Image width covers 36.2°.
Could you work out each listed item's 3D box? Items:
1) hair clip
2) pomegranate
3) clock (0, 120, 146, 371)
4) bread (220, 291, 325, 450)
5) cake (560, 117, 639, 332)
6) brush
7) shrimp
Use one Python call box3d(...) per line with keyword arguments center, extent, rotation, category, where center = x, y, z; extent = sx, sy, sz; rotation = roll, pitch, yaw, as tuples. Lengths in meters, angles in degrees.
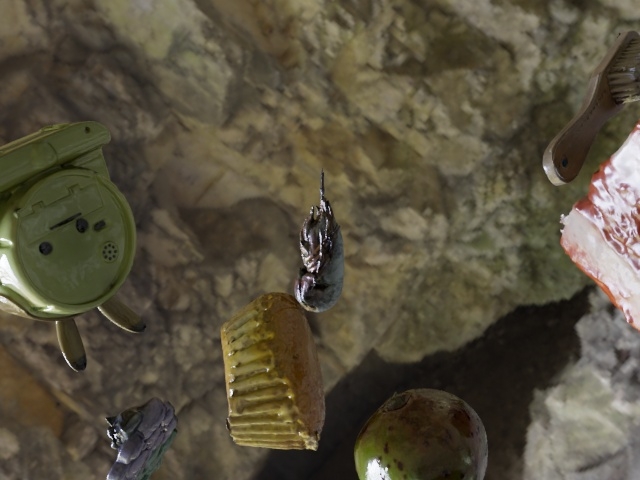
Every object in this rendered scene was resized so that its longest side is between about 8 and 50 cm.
box3d(center=(-0.221, 0.248, 1.172), extent=(0.124, 0.052, 0.195), rotation=(-49, -18, -22), category="hair clip")
box3d(center=(0.127, 0.272, 1.147), extent=(0.159, 0.205, 0.159), rotation=(-18, -1, 0), category="pomegranate")
box3d(center=(-0.255, 0.007, 0.978), extent=(0.069, 0.232, 0.170), rotation=(0, 25, 43), category="clock")
box3d(center=(-0.069, 0.194, 1.446), extent=(0.139, 0.240, 0.240), rotation=(-10, 9, 3), category="bread")
box3d(center=(0.504, -0.037, 1.198), extent=(0.269, 0.270, 0.319), rotation=(-26, -23, -29), category="cake")
box3d(center=(0.377, -0.179, 1.266), extent=(0.065, 0.070, 0.327), rotation=(-10, 30, 47), category="brush")
box3d(center=(0.000, 0.000, 1.547), extent=(0.090, 0.079, 0.233), rotation=(-131, 42, -77), category="shrimp")
